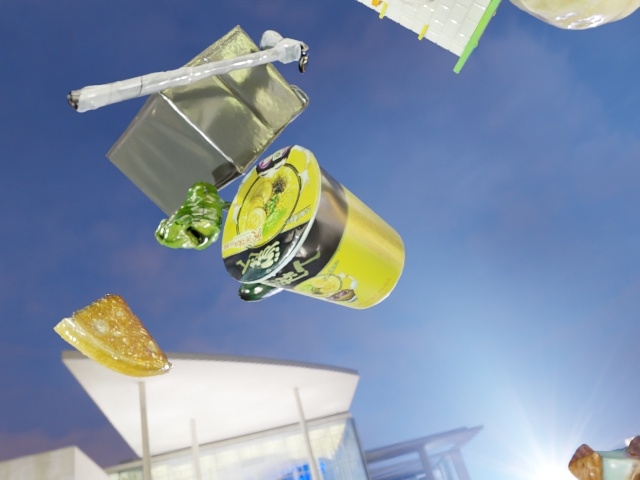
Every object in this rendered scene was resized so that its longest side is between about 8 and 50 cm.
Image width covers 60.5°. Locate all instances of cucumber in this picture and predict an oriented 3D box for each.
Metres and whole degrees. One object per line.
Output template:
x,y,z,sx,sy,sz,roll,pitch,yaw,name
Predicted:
-0.097,0.075,0.934,0.105,0.048,0.048,-24,-17,-50,cucumber

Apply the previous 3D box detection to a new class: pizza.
-0.282,0.126,0.746,0.041,0.131,0.178,-41,-36,11,pizza

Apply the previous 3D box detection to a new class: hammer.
-0.206,-0.282,0.919,0.427,0.152,0.044,-24,-50,-27,hammer

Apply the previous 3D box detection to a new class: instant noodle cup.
0.000,0.000,0.840,0.216,0.215,0.236,-37,-45,28,instant noodle cup

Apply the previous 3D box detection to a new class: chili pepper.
-0.175,-0.051,0.848,0.085,0.359,0.076,-7,-77,-2,chili pepper

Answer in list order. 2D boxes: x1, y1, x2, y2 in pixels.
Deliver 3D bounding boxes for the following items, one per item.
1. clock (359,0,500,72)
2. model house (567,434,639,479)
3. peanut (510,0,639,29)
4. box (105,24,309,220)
0.154,-0.408,0.813,0.255,0.106,0.219,30,-24,4,clock
0.267,0.200,0.404,0.149,0.119,0.148,-3,-8,10,model house
0.206,-0.385,0.545,0.170,0.192,0.387,-36,-77,15,peanut
-0.238,-0.224,1.121,0.204,0.251,0.345,47,-36,-16,box
